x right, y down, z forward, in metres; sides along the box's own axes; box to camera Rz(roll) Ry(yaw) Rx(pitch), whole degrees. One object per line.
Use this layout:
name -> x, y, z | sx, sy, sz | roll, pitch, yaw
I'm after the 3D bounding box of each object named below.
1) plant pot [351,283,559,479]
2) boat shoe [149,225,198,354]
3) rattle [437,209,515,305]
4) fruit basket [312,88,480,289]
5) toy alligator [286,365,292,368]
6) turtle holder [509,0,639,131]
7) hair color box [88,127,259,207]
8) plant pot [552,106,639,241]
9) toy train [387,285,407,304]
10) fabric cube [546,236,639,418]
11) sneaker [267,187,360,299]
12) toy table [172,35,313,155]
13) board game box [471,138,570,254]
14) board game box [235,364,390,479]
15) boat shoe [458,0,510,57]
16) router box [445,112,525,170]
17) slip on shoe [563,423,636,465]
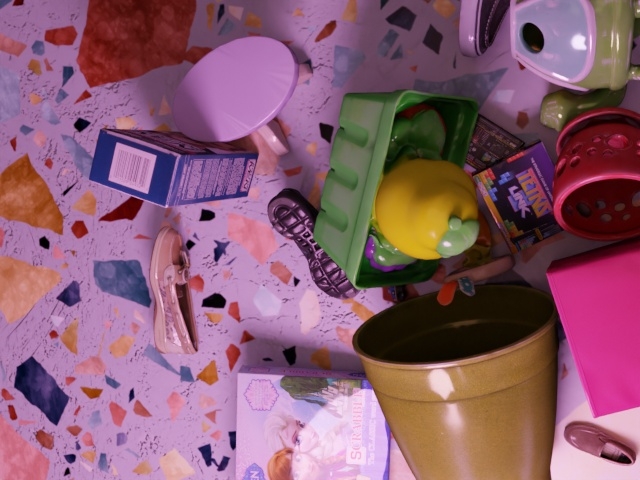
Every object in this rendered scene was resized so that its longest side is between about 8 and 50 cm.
plant pot -> 0.275, 0.307, 1.514 | 0.366, 0.366, 0.353 | -9, 103, 20
boat shoe -> -0.309, 0.109, 1.813 | 0.089, 0.104, 0.285 | 4, 107, 14
rattle -> 0.268, 0.026, 1.541 | 0.130, 0.199, 0.143 | 5, 105, 46
fruit basket -> 0.177, -0.079, 1.483 | 0.392, 0.283, 0.392 | 3, 95, 44
toy alligator -> -0.104, 0.349, 1.788 | 0.051, 0.056, 0.190 | 34, 102, -33
turtle holder -> 0.448, -0.367, 1.443 | 0.227, 0.320, 0.243 | 1, 66, 16
hair color box -> -0.275, -0.147, 1.638 | 0.174, 0.347, 0.105 | 19, 102, 16
plant pot -> 0.498, -0.117, 1.444 | 0.191, 0.191, 0.174 | -5, 51, 20
toy train -> 0.159, 0.147, 1.686 | 0.036, 0.027, 0.158 | -4, 94, 30
fabric cube -> 0.553, 0.124, 1.425 | 0.258, 0.259, 0.254 | -19, 88, 18
sneaker -> 0.000, 0.000, 1.694 | 0.101, 0.106, 0.267 | -31, 105, 18
toy table -> -0.145, -0.291, 1.676 | 0.274, 0.161, 0.252 | -15, 88, 19
board game box -> 0.381, -0.080, 1.550 | 0.141, 0.048, 0.170 | -27, 99, 15
board game box -> -0.014, 0.424, 1.716 | 0.318, 0.066, 0.319 | 2, 96, 6
boat shoe -> 0.344, -0.491, 1.510 | 0.119, 0.121, 0.335 | 19, 99, 21
router box -> 0.314, -0.180, 1.594 | 0.122, 0.038, 0.092 | 36, 105, 13
slip on shoe -> 0.525, 0.388, 1.572 | 0.135, 0.041, 0.051 | 24, 103, 16
